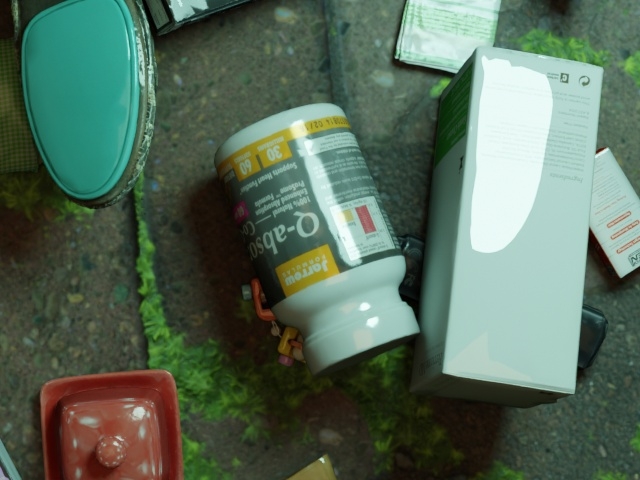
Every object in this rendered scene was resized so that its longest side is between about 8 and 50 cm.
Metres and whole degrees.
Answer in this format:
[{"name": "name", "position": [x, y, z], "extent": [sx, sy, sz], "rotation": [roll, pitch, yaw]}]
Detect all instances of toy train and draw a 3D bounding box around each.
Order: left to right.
[{"name": "toy train", "position": [-0.006, 0.083, 1.967], "extent": [0.166, 0.046, 0.125], "rotation": [-5, 92, -5]}]

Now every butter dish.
[{"name": "butter dish", "position": [-0.237, 0.234, 1.912], "extent": [0.160, 0.118, 0.160], "rotation": [-4, 92, -6]}]

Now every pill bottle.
[{"name": "pill bottle", "position": [0.000, 0.000, 1.887], "extent": [0.162, 0.162, 0.278], "rotation": [-21, 81, -5]}]

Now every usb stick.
[{"name": "usb stick", "position": [0.206, 0.073, 1.988], "extent": [0.278, 0.045, 0.077], "rotation": [22, 93, -5]}]

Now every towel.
[{"name": "towel", "position": [0.155, -0.274, 1.992], "extent": [0.113, 0.023, 0.152], "rotation": [11, 88, -7]}]

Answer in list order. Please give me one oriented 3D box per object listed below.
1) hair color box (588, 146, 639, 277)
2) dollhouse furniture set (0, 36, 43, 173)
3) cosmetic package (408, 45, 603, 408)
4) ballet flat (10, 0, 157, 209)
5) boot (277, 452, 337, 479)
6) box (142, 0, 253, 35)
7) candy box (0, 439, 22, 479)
[{"name": "hair color box", "position": [0.343, -0.033, 1.999], "extent": [0.072, 0.043, 0.141], "rotation": [-31, 92, -4]}, {"name": "dollhouse furniture set", "position": [-0.436, -0.207, 1.870], "extent": [0.198, 0.151, 0.301], "rotation": [-12, 92, -5]}, {"name": "cosmetic package", "position": [0.206, -0.007, 1.877], "extent": [0.155, 0.197, 0.365], "rotation": [10, 76, -7]}, {"name": "ballet flat", "position": [-0.268, -0.278, 1.872], "extent": [0.164, 0.182, 0.482], "rotation": [-16, 92, 17]}, {"name": "boot", "position": [0.057, 0.380, 1.975], "extent": [0.264, 0.096, 0.280], "rotation": [-26, 86, 3]}, {"name": "box", "position": [-0.127, -0.413, 1.901], "extent": [0.242, 0.076, 0.307], "rotation": [-23, 93, -23]}, {"name": "candy box", "position": [-0.422, 0.337, 1.920], "extent": [0.196, 0.070, 0.165], "rotation": [-28, 93, -5]}]
